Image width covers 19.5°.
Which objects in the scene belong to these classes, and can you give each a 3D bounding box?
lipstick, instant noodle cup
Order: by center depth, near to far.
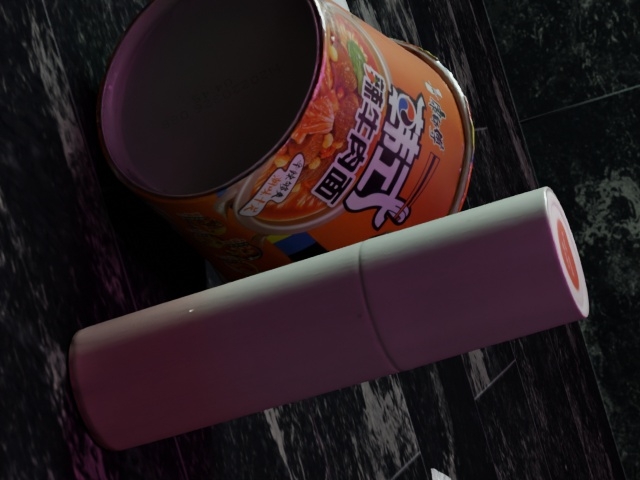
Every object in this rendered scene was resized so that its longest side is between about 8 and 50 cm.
[{"bbox_3d":[0.003,0.053,1.189,0.087,0.327,0.087,-17,90,-75],"label":"lipstick"},{"bbox_3d":[-0.035,-0.084,1.400,0.192,0.250,0.250,37,38,-52],"label":"instant noodle cup"}]

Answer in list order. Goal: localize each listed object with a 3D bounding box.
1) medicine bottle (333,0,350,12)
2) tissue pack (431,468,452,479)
[{"bbox_3d":[-0.025,-0.144,1.641,0.144,0.144,0.252,-66,134,-67],"label":"medicine bottle"},{"bbox_3d":[0.128,0.271,1.851,0.111,0.085,0.079,34,41,-66],"label":"tissue pack"}]
